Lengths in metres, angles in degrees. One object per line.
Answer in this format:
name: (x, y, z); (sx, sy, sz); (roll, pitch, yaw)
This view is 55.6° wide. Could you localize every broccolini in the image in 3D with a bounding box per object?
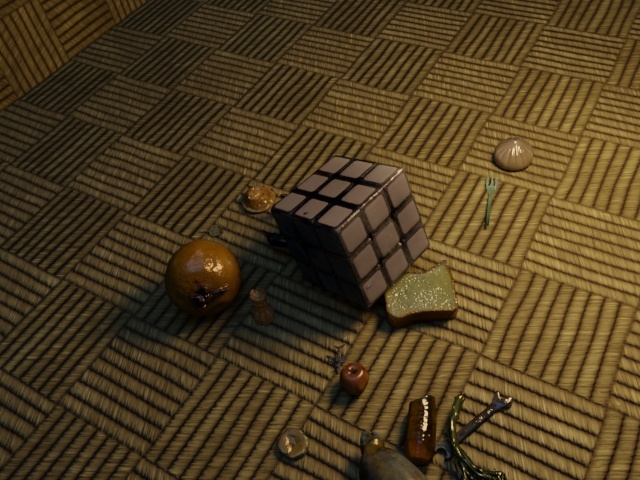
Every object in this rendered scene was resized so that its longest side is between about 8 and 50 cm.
broccolini: (0.379, 0.502, 1.476); (0.123, 0.062, 0.271); (5, 52, -7)

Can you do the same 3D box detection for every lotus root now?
lotus root: (0.170, 0.576, 1.393); (0.140, 0.158, 0.322); (-32, 45, -18)

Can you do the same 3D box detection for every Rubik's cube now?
Rubik's cube: (0.092, -0.035, 1.788); (0.304, 0.305, 0.301); (-44, 39, -23)

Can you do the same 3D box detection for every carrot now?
carrot: (0.249, 0.471, 1.517); (0.082, 0.082, 0.173); (0, 49, 10)

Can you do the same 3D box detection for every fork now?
fork: (0.561, -0.130, 2.020); (0.039, 0.021, 0.235); (4, 52, 18)

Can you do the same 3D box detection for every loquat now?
loquat: (-0.351, 0.116, 1.826); (0.244, 0.244, 0.244); (-5, 49, 5)

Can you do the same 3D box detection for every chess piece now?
chess piece: (-0.178, 0.192, 1.797); (0.066, 0.122, 0.066); (-5, 49, 6)

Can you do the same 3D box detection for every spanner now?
spanner: (0.389, 0.467, 1.540); (0.254, 0.015, 0.054); (-33, 51, -18)

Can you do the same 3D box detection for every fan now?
fan: (-0.376, -0.033, 2.099); (0.083, 0.004, 0.056); (-5, 50, 5)

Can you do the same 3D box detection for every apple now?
apple: (0.090, 0.373, 1.634); (0.084, 0.071, 0.084); (-1, 43, 1)

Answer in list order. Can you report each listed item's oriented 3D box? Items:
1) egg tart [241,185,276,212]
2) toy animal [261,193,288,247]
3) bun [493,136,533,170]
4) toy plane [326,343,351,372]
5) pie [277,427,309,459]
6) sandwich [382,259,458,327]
egg tart: (-0.220, -0.154, 2.149); (0.129, 0.049, 0.129); (-4, 51, 5)
toy animal: (-0.052, -0.076, 2.009); (0.298, 0.122, 0.185); (-19, 39, -17)
bun: (0.675, -0.315, 2.113); (0.138, 0.094, 0.138); (-3, 47, 3)
toy plane: (0.051, 0.330, 1.706); (0.078, 0.024, 0.084); (-12, 46, 24)
pie: (-0.069, 0.523, 1.564); (0.084, 0.020, 0.084); (-4, 51, 5)
sandwich: (0.288, 0.158, 1.788); (0.214, 0.065, 0.186); (-8, 49, 4)
